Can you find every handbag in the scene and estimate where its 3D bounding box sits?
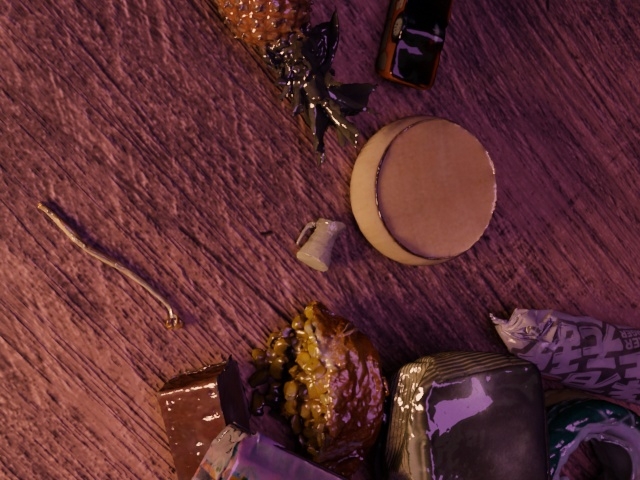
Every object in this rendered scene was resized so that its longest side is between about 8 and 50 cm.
[{"bbox_3d":[0.213,0.334,1.601,0.247,0.240,0.340,-9,97,-20],"label":"handbag"}]

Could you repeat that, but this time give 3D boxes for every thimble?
[{"bbox_3d":[0.459,0.402,1.743,0.288,0.167,0.254,37,80,-19],"label":"thimble"}]

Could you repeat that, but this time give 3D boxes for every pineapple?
[{"bbox_3d":[-0.033,-0.295,1.531,0.165,0.165,0.364,-39,114,-16],"label":"pineapple"}]

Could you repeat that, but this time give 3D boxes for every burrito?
[{"bbox_3d":[0.471,0.203,1.774,0.446,0.101,0.139,15,98,-25],"label":"burrito"}]

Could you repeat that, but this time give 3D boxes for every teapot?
[{"bbox_3d":[0.000,0.000,1.600,0.067,0.057,0.083,27,75,8],"label":"teapot"}]

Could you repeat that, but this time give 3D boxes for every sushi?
[{"bbox_3d":[0.000,0.246,1.556,0.179,0.167,0.296,-7,106,-28],"label":"sushi"}]

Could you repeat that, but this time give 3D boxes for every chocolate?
[{"bbox_3d":[-0.161,0.342,1.513,0.112,0.112,0.321,-9,99,13],"label":"chocolate"}]

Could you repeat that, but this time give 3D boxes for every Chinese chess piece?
[{"bbox_3d":[0.171,-0.082,1.636,0.250,0.103,0.249,-1,92,-23],"label":"Chinese chess piece"}]

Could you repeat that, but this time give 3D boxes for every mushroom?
[{"bbox_3d":[-0.310,0.038,1.492,0.026,0.028,0.286,-35,109,27],"label":"mushroom"}]

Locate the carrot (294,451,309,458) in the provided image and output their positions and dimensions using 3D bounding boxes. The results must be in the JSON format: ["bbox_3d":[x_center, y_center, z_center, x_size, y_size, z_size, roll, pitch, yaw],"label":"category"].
[{"bbox_3d":[-0.043,0.367,1.601,0.162,0.055,0.055,6,90,-15],"label":"carrot"}]

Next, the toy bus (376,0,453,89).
[{"bbox_3d":[0.179,-0.449,1.625,0.093,0.092,0.408,14,87,-20],"label":"toy bus"}]

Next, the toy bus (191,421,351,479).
[{"bbox_3d":[-0.026,0.382,1.434,0.317,0.112,0.138,31,81,-24],"label":"toy bus"}]
